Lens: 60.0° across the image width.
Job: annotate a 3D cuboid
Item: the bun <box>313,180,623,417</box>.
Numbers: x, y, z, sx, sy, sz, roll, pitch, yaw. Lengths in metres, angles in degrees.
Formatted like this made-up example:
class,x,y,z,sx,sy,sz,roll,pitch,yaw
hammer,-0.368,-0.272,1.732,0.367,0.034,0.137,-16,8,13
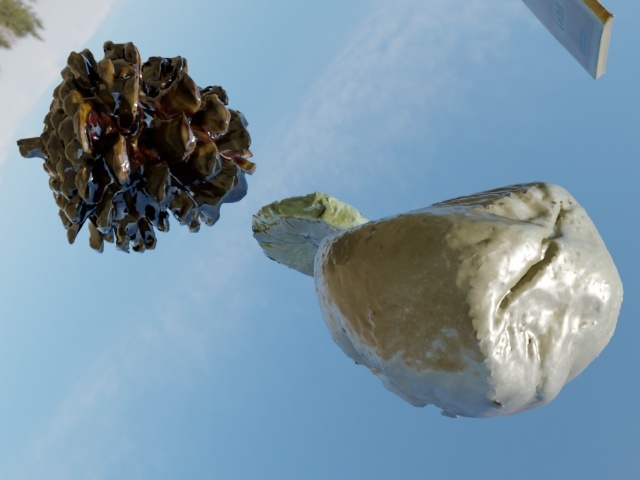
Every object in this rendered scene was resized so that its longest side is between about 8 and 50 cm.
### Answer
class,x,y,z,sx,sy,sz,roll,pitch,yaw
bun,0.137,0.062,0.532,0.281,0.281,0.205,-18,-94,39

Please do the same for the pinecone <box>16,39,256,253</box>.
class,x,y,z,sx,sy,sz,roll,pitch,yaw
pinecone,-0.207,-0.113,0.654,0.257,0.244,0.243,-32,-155,-32

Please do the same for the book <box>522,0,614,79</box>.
class,x,y,z,sx,sy,sz,roll,pitch,yaw
book,0.266,-0.314,0.677,0.018,0.170,0.242,-38,-108,17

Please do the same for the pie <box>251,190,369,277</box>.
class,x,y,z,sx,sy,sz,roll,pitch,yaw
pie,0.000,0.000,1.097,0.306,0.306,0.071,-11,-130,43
